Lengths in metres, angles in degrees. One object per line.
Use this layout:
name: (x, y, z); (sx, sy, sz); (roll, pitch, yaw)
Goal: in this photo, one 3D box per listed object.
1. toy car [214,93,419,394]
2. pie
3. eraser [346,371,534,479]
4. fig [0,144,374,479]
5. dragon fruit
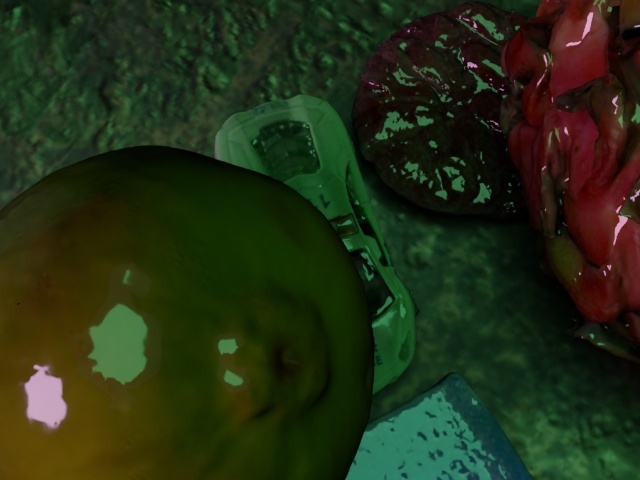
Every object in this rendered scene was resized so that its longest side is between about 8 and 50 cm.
toy car: (0.000, 0.000, 0.697); (0.093, 0.058, 0.186); (-17, 73, -11)
pie: (0.096, -0.079, 0.741); (0.154, 0.036, 0.154); (1, 72, -2)
eraser: (-0.021, 0.204, 0.634); (0.312, 0.042, 0.144); (-29, 74, -12)
fig: (-0.083, 0.050, 0.597); (0.207, 0.230, 0.207); (-7, 107, -25)
dragon fruit: (0.231, -0.055, 0.616); (0.291, 0.269, 0.250); (35, 47, -1)
